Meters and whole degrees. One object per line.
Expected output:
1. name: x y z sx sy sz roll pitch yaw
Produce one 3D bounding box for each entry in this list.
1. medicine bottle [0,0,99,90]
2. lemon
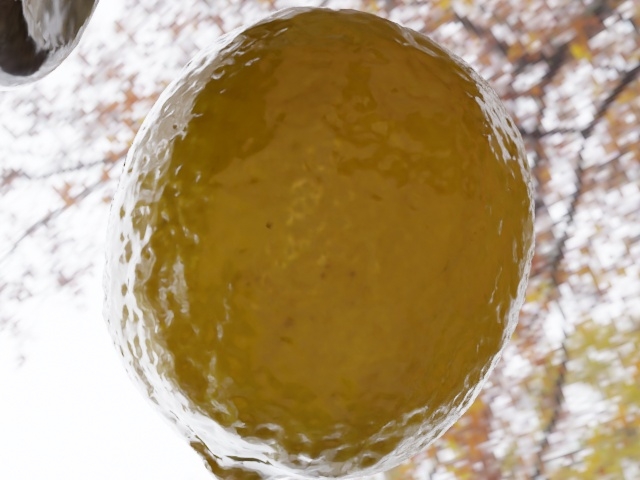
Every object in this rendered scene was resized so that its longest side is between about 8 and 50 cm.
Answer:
1. medicine bottle: -0.217 -0.162 0.736 0.273 0.165 0.165 13 -115 7
2. lemon: -0.002 0.002 0.798 0.180 0.180 0.193 46 -104 -8
